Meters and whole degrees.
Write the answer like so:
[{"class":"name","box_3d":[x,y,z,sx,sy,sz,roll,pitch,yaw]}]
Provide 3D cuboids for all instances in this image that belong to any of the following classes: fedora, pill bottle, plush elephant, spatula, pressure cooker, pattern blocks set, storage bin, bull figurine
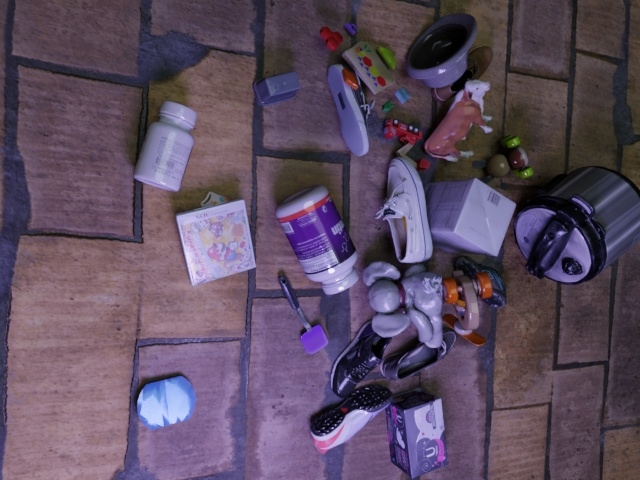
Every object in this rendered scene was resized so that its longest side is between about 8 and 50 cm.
[{"class":"fedora","box_3d":[0.428,-0.631,1.785,0.276,0.243,0.124,-57,134,-13]},{"class":"pill bottle","box_3d":[-0.429,-0.264,1.462,0.131,0.131,0.230,18,86,-23]},{"class":"plush elephant","box_3d":[0.272,0.200,1.730,0.255,0.330,0.272,-4,66,10]},{"class":"spatula","box_3d":[-0.066,0.241,1.699,0.084,0.030,0.297,-31,104,-17]},{"class":"pressure cooker","box_3d":[0.944,-0.044,1.941,0.420,0.375,0.370,-32,107,-20]},{"class":"pattern blocks set","box_3d":[0.157,-0.570,1.708,0.285,0.026,0.325,-29,87,-40]},{"class":"pill bottle","box_3d":[0.000,0.000,1.634,0.181,0.181,0.323,-31,104,-19]},{"class":"storage bin","box_3d":[-0.130,-0.482,1.605,0.135,0.091,0.098,-21,100,-22]},{"class":"bull figurine","box_3d":[0.502,-0.413,1.827,0.188,0.101,0.310,28,116,-23]}]

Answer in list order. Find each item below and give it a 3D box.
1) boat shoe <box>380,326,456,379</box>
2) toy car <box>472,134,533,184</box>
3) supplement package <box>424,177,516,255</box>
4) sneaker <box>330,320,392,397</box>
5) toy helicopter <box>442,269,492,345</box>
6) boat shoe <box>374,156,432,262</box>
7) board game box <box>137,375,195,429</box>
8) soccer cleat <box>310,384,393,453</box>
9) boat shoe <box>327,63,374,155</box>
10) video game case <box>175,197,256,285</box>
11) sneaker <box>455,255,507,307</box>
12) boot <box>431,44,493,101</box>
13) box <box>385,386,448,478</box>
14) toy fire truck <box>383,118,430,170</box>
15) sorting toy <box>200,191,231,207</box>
[{"class":"boat shoe","box_3d":[0.373,0.414,1.863,0.335,0.095,0.112,-22,101,-21]},{"class":"toy car","box_3d":[0.677,-0.288,1.970,0.188,0.149,0.155,-26,100,9]},{"class":"supplement package","box_3d":[0.482,-0.079,1.796,0.199,0.262,0.198,27,81,-23]},{"class":"sneaker","box_3d":[0.137,0.403,1.743,0.107,0.124,0.283,35,79,-21]},{"class":"toy helicopter","box_3d":[0.471,0.213,1.764,0.140,0.355,0.235,-10,95,0]},{"class":"boat shoe","box_3d":[0.256,-0.100,1.748,0.156,0.135,0.368,-8,85,-27]},{"class":"board game box","box_3d":[-0.457,0.476,1.540,0.168,0.033,0.133,-8,91,-28]},{"class":"soccer cleat","box_3d":[0.110,0.603,1.766,0.318,0.108,0.117,-24,124,-24]},{"class":"boat shoe","box_3d":[0.116,-0.431,1.707,0.104,0.113,0.307,-17,83,-28]},{"class":"video game case","box_3d":[-0.308,0.005,1.554,0.206,0.026,0.227,-16,115,-22]},{"class":"sneaker","box_3d":[0.611,0.140,1.970,0.267,0.101,0.106,44,54,-18]},{"class":"boot","box_3d":[0.542,-0.611,1.881,0.305,0.115,0.112,-43,106,-17]},{"class":"box","box_3d":[0.340,0.674,1.835,0.163,0.142,0.248,-9,96,-23]},{"class":"toy fire truck","box_3d":[0.298,-0.331,1.812,0.191,0.047,0.135,15,78,-24]},{"class":"sorting toy","box_3d":[-0.319,-0.108,1.573,0.075,0.045,0.083,33,79,-2]}]
